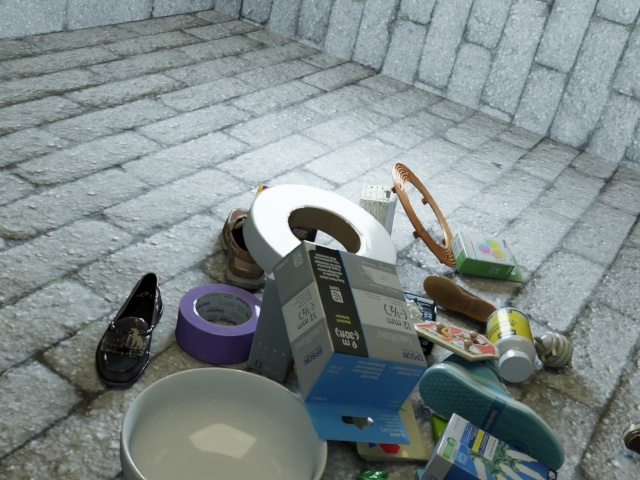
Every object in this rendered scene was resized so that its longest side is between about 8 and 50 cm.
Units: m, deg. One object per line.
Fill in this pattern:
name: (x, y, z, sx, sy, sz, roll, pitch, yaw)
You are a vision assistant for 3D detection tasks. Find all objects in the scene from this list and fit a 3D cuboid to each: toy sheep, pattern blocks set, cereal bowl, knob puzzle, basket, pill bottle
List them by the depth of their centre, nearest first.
cereal bowl: (-0.166, 0.373, 1.311, 0.339, 0.141, 0.339, 10, 29, -6)
pattern blocks set: (0.128, 0.371, 1.556, 0.286, 0.026, 0.324, 12, 29, -3)
knob puzzle: (0.308, 0.208, 1.701, 0.213, 0.029, 0.213, 16, 10, -3)
pill bottle: (0.448, 0.246, 1.834, 0.103, 0.103, 0.184, 13, 28, -1)
toy sheep: (0.555, 0.262, 1.867, 0.132, 0.091, 0.091, 38, 18, -28)
basket: (0.154, -0.063, 2.197, 0.103, 0.167, 0.113, 8, 29, 3)

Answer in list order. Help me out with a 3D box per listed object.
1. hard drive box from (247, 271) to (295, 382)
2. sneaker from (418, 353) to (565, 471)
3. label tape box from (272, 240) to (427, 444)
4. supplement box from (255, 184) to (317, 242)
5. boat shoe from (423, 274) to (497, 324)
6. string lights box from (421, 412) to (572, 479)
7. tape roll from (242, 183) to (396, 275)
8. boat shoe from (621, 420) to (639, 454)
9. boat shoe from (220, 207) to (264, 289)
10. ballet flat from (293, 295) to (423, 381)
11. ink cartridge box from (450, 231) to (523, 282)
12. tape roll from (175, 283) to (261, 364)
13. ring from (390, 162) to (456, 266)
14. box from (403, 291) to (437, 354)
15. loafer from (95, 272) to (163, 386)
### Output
hard drive box: (-0.058, 0.151, 1.654, 0.089, 0.232, 0.181, 22, 31, 15)
sneaker: (0.374, 0.337, 1.630, 0.319, 0.127, 0.208, 35, 23, 13)
label tape box: (0.068, 0.189, 1.442, 0.249, 0.115, 0.347, 16, 45, -40)
supplement box: (-0.092, -0.074, 2.167, 0.188, 0.104, 0.080, 13, 29, -2)
boat shoe: (0.357, 0.158, 1.997, 0.207, 0.073, 0.073, 31, -4, 23)
string lights box: (0.329, 0.442, 1.435, 0.260, 0.076, 0.133, 28, 31, 10)
tape roll: (0.000, 0.000, 1.934, 0.392, 0.072, 0.392, 17, 33, -12)
boat shoe: (0.762, 0.446, 1.629, 0.258, 0.095, 0.095, 11, 35, -5)
boat shoe: (-0.185, -0.005, 1.993, 0.123, 0.116, 0.324, 5, 30, -16)
ballet flat: (0.108, 0.193, 1.672, 0.147, 0.146, 0.409, 29, 36, 26)
ink cartridge box: (0.480, 0.046, 2.204, 0.209, 0.062, 0.109, 10, 43, -16)
tape roll: (-0.216, 0.179, 1.695, 0.189, 0.080, 0.189, 10, 29, -5)
ring: (0.289, -0.069, 2.205, 0.336, 0.032, 0.336, 46, 26, -30)
box: (0.168, 0.180, 1.883, 0.220, 0.051, 0.175, 14, 29, 2)
loafer: (-0.390, 0.173, 1.613, 0.109, 0.095, 0.302, 11, 29, -4)
